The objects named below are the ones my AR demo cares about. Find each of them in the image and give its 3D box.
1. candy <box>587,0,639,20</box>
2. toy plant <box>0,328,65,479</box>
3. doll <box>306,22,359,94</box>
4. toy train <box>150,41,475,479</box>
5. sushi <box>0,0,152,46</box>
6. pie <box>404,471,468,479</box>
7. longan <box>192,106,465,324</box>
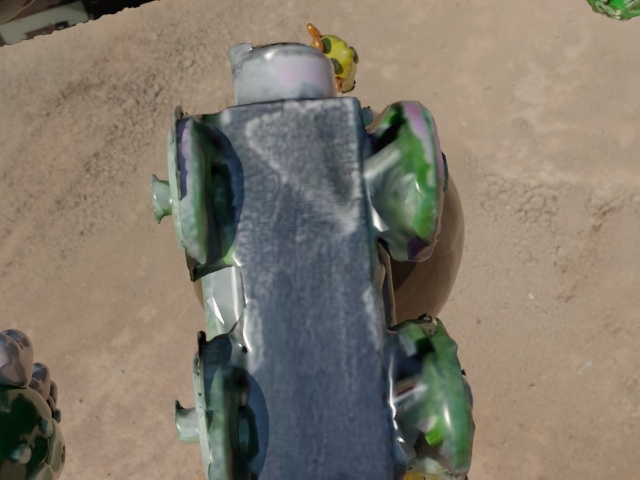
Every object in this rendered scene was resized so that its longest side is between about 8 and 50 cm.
[{"bbox_3d":[0.407,-0.393,0.700,0.097,0.097,0.324,40,102,39],"label":"candy"},{"bbox_3d":[-0.276,0.199,0.532,0.112,0.243,0.233,6,57,-6],"label":"toy plant"},{"bbox_3d":[0.012,-0.351,1.289,0.135,0.221,0.143,-21,91,6],"label":"doll"},{"bbox_3d":[-0.013,0.035,0.442,0.173,0.249,0.308,-6,89,-8],"label":"toy train"},{"bbox_3d":[-0.121,-0.206,0.316,0.359,0.343,0.064,-22,74,-10],"label":"sushi"},{"bbox_3d":[0.032,0.274,0.812,0.338,0.077,0.339,-6,40,5],"label":"pie"},{"bbox_3d":[0.000,0.000,0.720,0.318,0.319,0.319,-12,52,15],"label":"longan"}]
